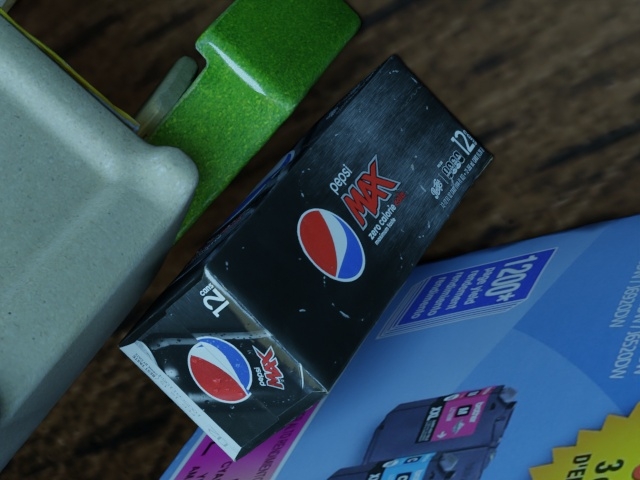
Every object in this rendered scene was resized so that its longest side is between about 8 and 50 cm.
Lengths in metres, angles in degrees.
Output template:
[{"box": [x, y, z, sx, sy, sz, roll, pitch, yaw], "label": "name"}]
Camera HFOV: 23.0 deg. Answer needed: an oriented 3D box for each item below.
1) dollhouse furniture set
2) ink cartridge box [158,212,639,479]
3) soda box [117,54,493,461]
[{"box": [-0.143, -0.036, 0.524, 0.197, 0.301, 0.151, 42, 126, -6], "label": "dollhouse furniture set"}, {"box": [0.130, 0.104, 0.496, 0.395, 0.270, 0.151, -13, 115, 31], "label": "ink cartridge box"}, {"box": [0.000, 0.000, 0.560, 0.060, 0.169, 0.053, 46, 128, -5], "label": "soda box"}]
